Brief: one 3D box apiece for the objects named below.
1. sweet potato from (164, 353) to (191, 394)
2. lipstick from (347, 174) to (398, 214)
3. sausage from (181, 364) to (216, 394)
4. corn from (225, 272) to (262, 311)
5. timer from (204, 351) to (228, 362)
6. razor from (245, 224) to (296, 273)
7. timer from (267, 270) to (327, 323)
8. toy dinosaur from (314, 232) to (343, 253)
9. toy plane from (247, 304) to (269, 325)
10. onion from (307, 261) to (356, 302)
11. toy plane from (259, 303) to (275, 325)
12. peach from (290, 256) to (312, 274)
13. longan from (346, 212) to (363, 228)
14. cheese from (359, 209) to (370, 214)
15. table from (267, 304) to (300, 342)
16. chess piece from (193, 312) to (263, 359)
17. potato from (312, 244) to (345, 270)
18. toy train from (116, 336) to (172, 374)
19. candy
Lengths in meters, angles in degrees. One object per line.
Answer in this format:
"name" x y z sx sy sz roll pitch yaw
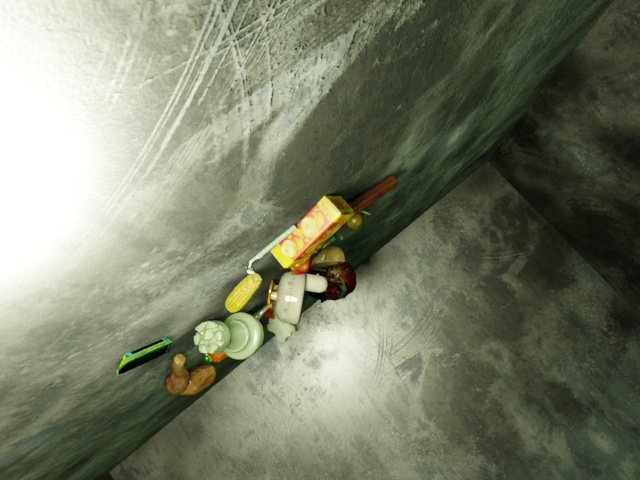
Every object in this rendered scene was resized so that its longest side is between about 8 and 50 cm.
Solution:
"sweet potato" -0.612 0.590 2.016 0.109 0.109 0.385 -32 166 -37
"lipstick" 0.163 -0.152 1.788 0.357 0.057 0.057 -34 167 -26
"sausage" -0.634 0.719 2.409 0.136 0.120 0.241 -32 173 21
"corn" -0.275 0.186 1.647 0.206 0.067 0.067 -48 167 35
"timer" -0.488 0.527 2.192 0.136 0.099 0.136 -43 160 -20
"razor" -0.160 0.022 1.492 0.211 0.036 0.084 -45 -167 -5
"timer" -0.098 0.246 2.017 0.233 0.240 0.233 9 90 -90
"toy dinosaur" 0.009 -0.009 1.796 0.292 0.079 0.120 -26 167 -43
"toy plane" -0.289 0.348 2.201 0.286 0.092 0.108 -42 -170 15
"onion" 0.048 0.208 2.434 0.281 0.221 0.281 -15 171 -2
"toy plane" -0.300 0.382 2.300 0.189 0.130 0.061 -30 132 27
"peach" -0.077 0.082 1.822 0.101 0.100 0.100 -38 169 -9
"longan" 0.145 -0.086 1.974 0.075 0.075 0.083 -39 -162 -5
"cheese" 0.177 -0.114 2.020 0.060 0.041 0.084 -16 166 -48
"table" -0.212 0.427 2.441 0.167 0.198 0.166 -39 168 -9
"chess piece" -0.369 0.379 1.848 0.195 0.194 0.299 -42 160 8
"potato" 0.017 0.073 2.176 0.121 0.100 0.261 6 166 -19
"toy train" -0.556 0.355 1.449 0.209 0.042 0.044 -15 130 -62
"candy" -0.025 -0.030 1.568 0.276 0.088 0.146 -45 169 22
